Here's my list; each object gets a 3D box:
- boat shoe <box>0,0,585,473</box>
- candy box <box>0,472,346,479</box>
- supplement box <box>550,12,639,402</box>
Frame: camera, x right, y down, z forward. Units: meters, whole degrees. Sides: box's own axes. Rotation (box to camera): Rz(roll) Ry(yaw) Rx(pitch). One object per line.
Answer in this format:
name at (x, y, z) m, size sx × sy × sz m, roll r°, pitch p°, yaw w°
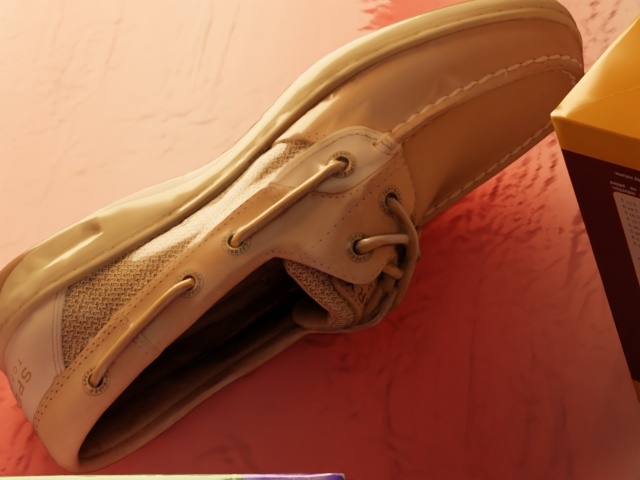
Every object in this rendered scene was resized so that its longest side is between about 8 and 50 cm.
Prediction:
boat shoe at (0.000, 0.000, 0.986) m, size 0.341 × 0.121 × 0.110 m, roll -32°, pitch 57°, yaw -3°
candy box at (-0.124, 0.255, 0.787) m, size 0.268 × 0.122 × 0.317 m, roll -2°, pitch 52°, yaw 8°
supplement box at (0.234, -0.004, 0.868) m, size 0.191 × 0.194 × 0.129 m, roll 19°, pitch 56°, yaw 39°
